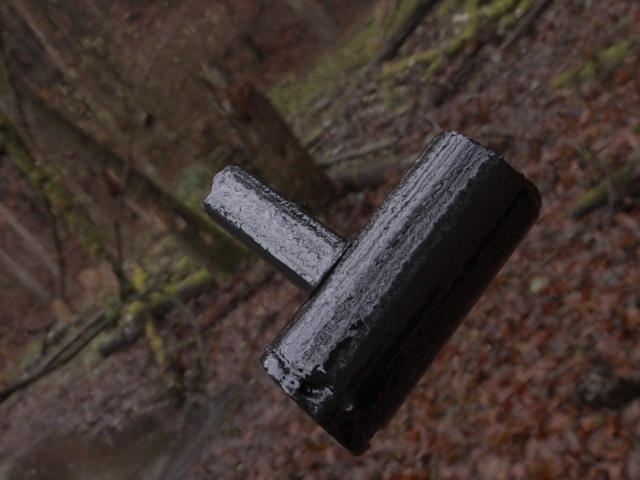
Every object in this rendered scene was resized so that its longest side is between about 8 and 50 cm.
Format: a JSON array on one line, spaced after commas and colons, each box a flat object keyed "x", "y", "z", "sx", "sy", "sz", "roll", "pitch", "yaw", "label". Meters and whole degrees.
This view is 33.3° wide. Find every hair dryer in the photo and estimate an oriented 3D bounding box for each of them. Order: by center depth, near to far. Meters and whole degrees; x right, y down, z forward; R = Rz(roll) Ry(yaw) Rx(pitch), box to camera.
[{"x": 0.000, "y": 0.000, "z": 0.716, "sx": 0.197, "sy": 0.089, "sz": 0.251, "roll": -52, "pitch": 45, "yaw": -8, "label": "hair dryer"}]
